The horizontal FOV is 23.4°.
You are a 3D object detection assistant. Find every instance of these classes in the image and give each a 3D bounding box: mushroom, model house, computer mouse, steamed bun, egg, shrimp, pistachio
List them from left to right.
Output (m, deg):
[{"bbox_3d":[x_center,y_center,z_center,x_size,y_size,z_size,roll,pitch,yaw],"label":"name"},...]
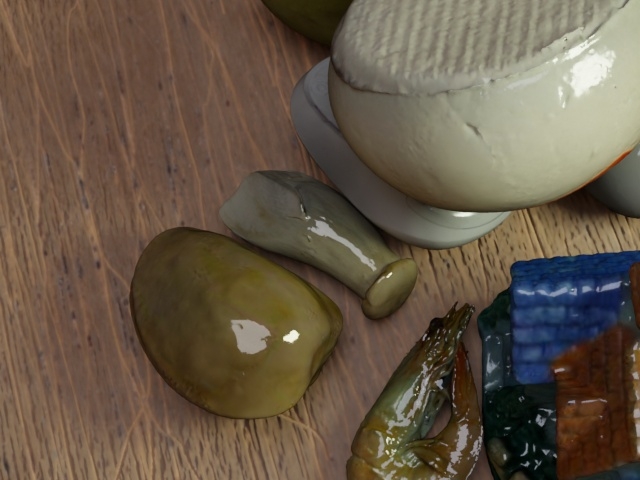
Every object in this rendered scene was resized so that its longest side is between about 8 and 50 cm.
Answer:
[{"bbox_3d":[-0.112,0.093,1.752,0.260,0.163,0.213,30,44,19],"label":"pistachio"},{"bbox_3d":[0.002,-0.008,1.809,0.247,0.096,0.108,32,53,15],"label":"mushroom"},{"bbox_3d":[0.097,-0.098,1.810,0.297,0.121,0.184,40,56,23],"label":"computer mouse"},{"bbox_3d":[0.122,0.191,1.720,0.145,0.061,0.267,14,71,31],"label":"shrimp"},{"bbox_3d":[0.197,-0.169,1.634,0.374,0.241,0.374,-14,33,9],"label":"steamed bun"},{"bbox_3d":[0.290,0.146,1.587,0.252,0.329,0.295,1,68,5],"label":"model house"},{"bbox_3d":[0.354,-0.116,1.768,0.146,0.146,0.199,-21,58,0],"label":"egg"}]

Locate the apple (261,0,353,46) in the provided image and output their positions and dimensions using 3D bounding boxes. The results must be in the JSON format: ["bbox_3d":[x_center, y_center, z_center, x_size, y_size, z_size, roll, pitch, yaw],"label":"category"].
[{"bbox_3d":[0.066,-0.367,1.842,0.233,0.258,0.295,40,80,19],"label":"apple"}]
